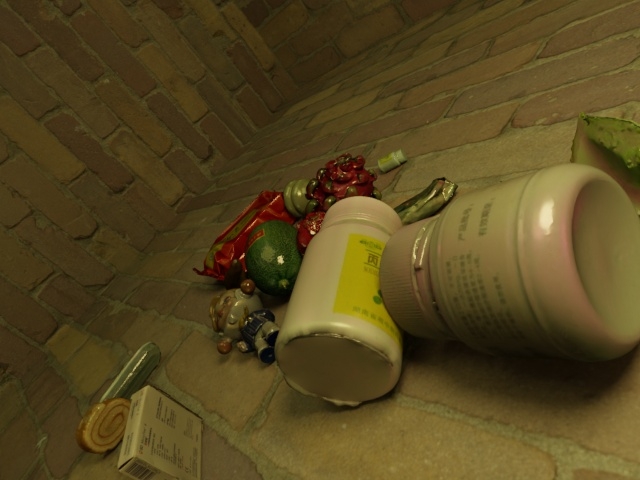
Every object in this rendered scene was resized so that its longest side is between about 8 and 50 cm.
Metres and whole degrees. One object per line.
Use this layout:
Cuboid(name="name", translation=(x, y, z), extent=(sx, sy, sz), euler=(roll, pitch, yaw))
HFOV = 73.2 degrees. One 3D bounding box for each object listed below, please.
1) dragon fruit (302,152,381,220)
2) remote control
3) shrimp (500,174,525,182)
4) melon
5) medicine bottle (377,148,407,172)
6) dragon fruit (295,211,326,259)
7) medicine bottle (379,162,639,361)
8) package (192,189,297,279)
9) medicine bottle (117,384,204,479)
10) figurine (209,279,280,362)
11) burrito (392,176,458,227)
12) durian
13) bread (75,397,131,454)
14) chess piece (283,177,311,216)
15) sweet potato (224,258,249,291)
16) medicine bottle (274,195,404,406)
Cuboid(name="dragon fruit", translation=(0.038, -0.111, 1.193), extent=(0.273, 0.198, 0.218), euler=(-32, 17, 17))
Cuboid(name="remote control", translation=(-0.571, 0.421, 1.301), extent=(0.052, 0.104, 0.247), euler=(21, 58, 14))
Cuboid(name="shrimp", translation=(0.407, -0.097, 0.844), extent=(0.065, 0.057, 0.165), euler=(-51, 33, 14))
Cuboid(name="melon", translation=(-0.118, 0.049, 1.180), extent=(0.182, 0.182, 0.287), euler=(-38, 28, 6))
Cuboid(name="medicine bottle", translation=(0.223, -0.248, 1.339), extent=(0.083, 0.047, 0.047), euler=(-26, 29, 30))
Cuboid(name="dragon fruit", translation=(0.000, 0.000, 1.087), extent=(0.166, 0.136, 0.132), euler=(93, -161, -73))
Cuboid(name="medicine bottle", translation=(0.254, 0.042, 0.614), extent=(0.302, 0.241, 0.241), euler=(-17, 33, 55))
Cuboid(name="package", translation=(-0.259, -0.012, 1.530), extent=(0.423, 0.123, 0.196), euler=(-48, 25, -15))
Cuboid(name="medicine bottle", translation=(-0.317, 0.411, 0.886), extent=(0.052, 0.171, 0.201), euler=(-42, 26, 4))
Cuboid(name="figurine", translation=(-0.177, 0.198, 1.090), extent=(0.275, 0.133, 0.193), euler=(-6, 72, 46))
Cuboid(name="burrito", translation=(0.194, -0.050, 1.041), extent=(0.309, 0.066, 0.096), euler=(-36, 15, 10))
Cuboid(name="durian", translation=(0.477, -0.081, 0.592), extent=(0.158, 0.169, 0.355), euler=(-39, 21, 3))
Cuboid(name="bread", translation=(-0.577, 0.494, 1.161), extent=(0.073, 0.122, 0.149), euler=(-14, 37, 38))
Cuboid(name="chess piece", translation=(0.005, -0.156, 1.413), extent=(0.243, 0.133, 0.133), euler=(-7, 41, 42))
Cuboid(name="sweet potato", translation=(-0.235, 0.109, 1.198), extent=(0.074, 0.075, 0.269), euler=(-51, -13, -20))
Cuboid(name="medicine bottle", translation=(0.057, 0.096, 0.828), extent=(0.214, 0.213, 0.378), euler=(-25, 31, 30))
